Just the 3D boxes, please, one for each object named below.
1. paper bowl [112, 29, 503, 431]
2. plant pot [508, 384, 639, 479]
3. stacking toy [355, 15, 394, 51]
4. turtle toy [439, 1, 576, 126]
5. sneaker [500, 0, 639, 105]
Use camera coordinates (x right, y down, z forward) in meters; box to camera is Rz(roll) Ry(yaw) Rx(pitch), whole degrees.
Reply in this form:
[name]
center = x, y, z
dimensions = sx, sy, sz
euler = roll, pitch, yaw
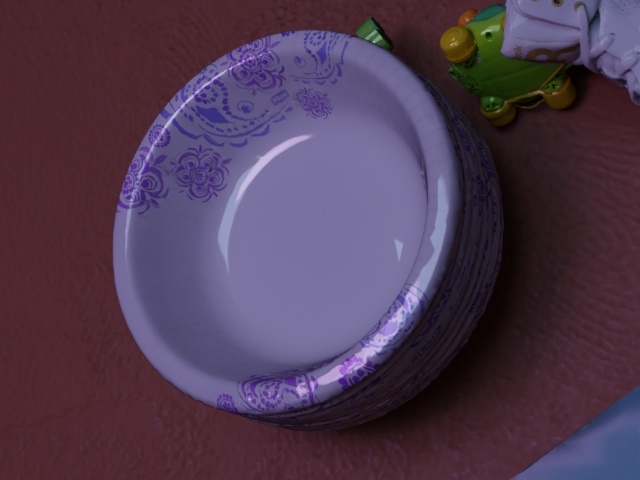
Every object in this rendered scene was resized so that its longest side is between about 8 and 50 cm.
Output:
[paper bowl]
center = 0.000, 0.000, 1.177
dimensions = 0.284, 0.148, 0.284
euler = -10, 69, 28
[plant pot]
center = 0.250, 0.209, 0.959
dimensions = 0.166, 0.165, 0.234
euler = -40, 66, 14
[stacking toy]
center = 0.064, -0.260, 1.260
dimensions = 0.167, 0.052, 0.221
euler = -39, 48, 15
[turtle toy]
center = 0.154, -0.145, 1.175
dimensions = 0.130, 0.095, 0.066
euler = -15, 44, 26
[sneaker]
center = 0.208, -0.116, 1.072
dimensions = 0.169, 0.108, 0.292
euler = -12, 70, -4
